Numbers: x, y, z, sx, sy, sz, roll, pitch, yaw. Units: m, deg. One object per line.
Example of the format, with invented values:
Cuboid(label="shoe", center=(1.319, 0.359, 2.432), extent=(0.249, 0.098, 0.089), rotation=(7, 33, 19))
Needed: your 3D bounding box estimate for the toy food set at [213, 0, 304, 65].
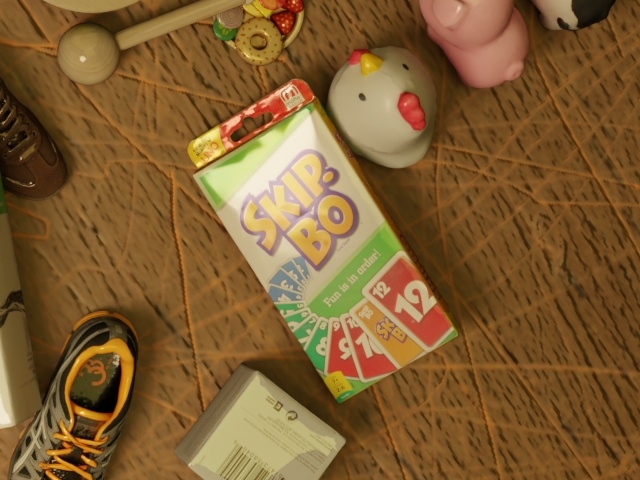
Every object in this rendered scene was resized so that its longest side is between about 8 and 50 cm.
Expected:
Cuboid(label="toy food set", center=(-0.055, -0.198, 1.708), extent=(0.082, 0.020, 0.083), rotation=(43, 83, -10))

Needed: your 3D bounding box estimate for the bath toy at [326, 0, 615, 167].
Cuboid(label="bath toy", center=(0.148, -0.203, 1.699), extent=(0.348, 0.129, 0.151), rotation=(-41, 99, -8))

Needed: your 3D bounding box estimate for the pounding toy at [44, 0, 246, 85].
Cuboid(label="pounding toy", center=(-0.191, -0.267, 1.648), extent=(0.183, 0.110, 0.237), rotation=(-32, 121, -14))

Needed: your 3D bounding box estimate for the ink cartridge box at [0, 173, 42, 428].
Cuboid(label="ink cartridge box", center=(-0.326, 0.052, 1.599), extent=(0.160, 0.092, 0.219), rotation=(-10, 93, 6))

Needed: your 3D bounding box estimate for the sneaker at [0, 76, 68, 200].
Cuboid(label="sneaker", center=(-0.280, -0.107, 1.635), extent=(0.066, 0.071, 0.188), rotation=(-44, 99, -8))

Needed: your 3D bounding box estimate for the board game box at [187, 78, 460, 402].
Cuboid(label="board game box", center=(0.000, 0.000, 1.699), extent=(0.124, 0.039, 0.259), rotation=(-31, 96, 13))

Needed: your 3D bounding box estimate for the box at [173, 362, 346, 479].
Cuboid(label="box", center=(-0.052, 0.174, 1.684), extent=(0.101, 0.087, 0.102), rotation=(38, 83, -11))

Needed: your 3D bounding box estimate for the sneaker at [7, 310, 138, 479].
Cuboid(label="sneaker", center=(-0.205, 0.163, 1.653), extent=(0.084, 0.083, 0.215), rotation=(15, 89, -14))
